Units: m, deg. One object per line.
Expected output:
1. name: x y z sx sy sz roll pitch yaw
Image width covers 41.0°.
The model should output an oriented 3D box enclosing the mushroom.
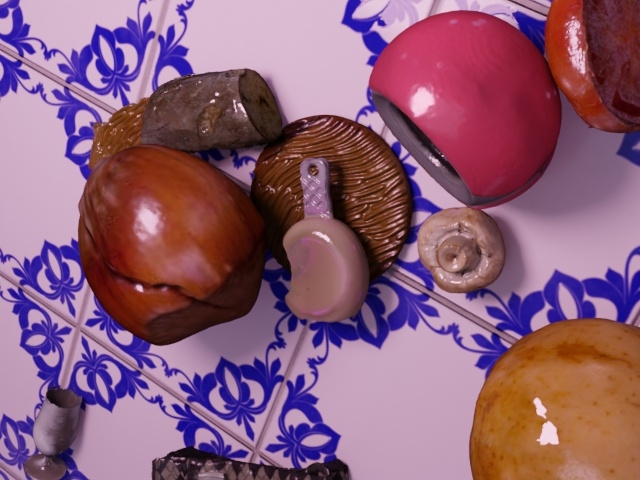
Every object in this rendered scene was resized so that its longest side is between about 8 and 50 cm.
1. mushroom: 0.226 0.014 1.377 0.148 0.112 0.148 7 111 19

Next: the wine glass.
1. wine glass: -0.604 0.441 1.951 0.103 0.103 0.222 30 115 19

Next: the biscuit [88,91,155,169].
1. biscuit: -0.382 -0.208 1.698 0.176 0.031 0.228 34 117 15

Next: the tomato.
1. tomato: 0.383 -0.259 1.167 0.095 0.237 0.236 -7 100 50

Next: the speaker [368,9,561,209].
1. speaker: 0.207 -0.189 1.232 0.294 0.294 0.294 8 106 27

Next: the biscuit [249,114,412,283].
1. biscuit: 0.012 -0.063 1.516 0.318 0.040 0.317 8 108 27

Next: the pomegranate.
1. pomegranate: 0.413 0.292 1.183 0.410 0.410 0.410 8 106 27

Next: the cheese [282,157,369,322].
1. cheese: 0.000 0.000 1.472 0.163 0.082 0.286 -2 100 29

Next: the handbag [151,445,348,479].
1. handbag: -0.130 0.567 1.691 0.416 0.180 0.316 1 91 30

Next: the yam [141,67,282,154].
1. yam: -0.200 -0.226 1.528 0.254 0.154 0.154 -7 99 31

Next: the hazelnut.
1. hazelnut: -0.264 0.004 1.496 0.372 0.315 0.372 13 121 23
